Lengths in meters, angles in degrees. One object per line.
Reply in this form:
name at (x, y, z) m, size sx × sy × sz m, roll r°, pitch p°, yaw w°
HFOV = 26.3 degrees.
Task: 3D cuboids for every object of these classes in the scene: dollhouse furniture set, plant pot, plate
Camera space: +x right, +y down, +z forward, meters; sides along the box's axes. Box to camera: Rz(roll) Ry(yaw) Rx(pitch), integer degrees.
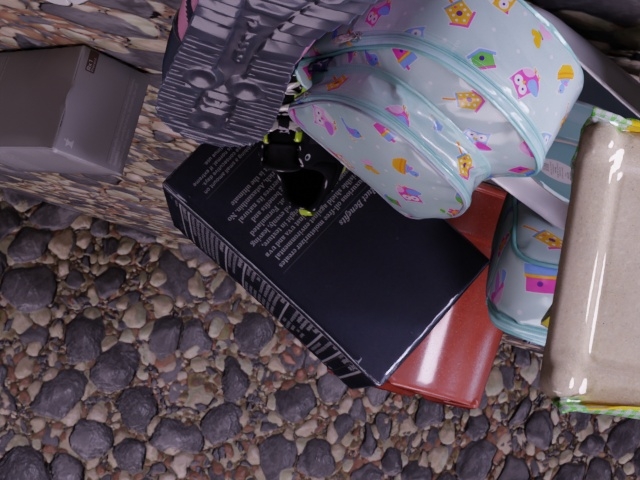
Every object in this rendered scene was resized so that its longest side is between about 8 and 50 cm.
dollhouse furniture set at (0.232, -0.028, 0.785) m, size 0.197 × 0.301 × 0.151 m, roll 12°, pitch 169°, yaw 0°
plant pot at (0.135, 0.067, 1.759) m, size 0.272 × 0.265 × 0.272 m, roll 14°, pitch 172°, yaw 2°
plate at (0.218, -0.054, 1.082) m, size 0.188 × 0.024 × 0.188 m, roll 26°, pitch 166°, yaw 7°
plate at (0.189, -0.099, 1.119) m, size 0.277 × 0.045 × 0.278 m, roll 35°, pitch 165°, yaw -21°

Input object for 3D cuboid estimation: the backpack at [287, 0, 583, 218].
backpack at (0.081, -0.103, 0.953) m, size 0.166 × 0.144 × 0.188 m, roll 42°, pitch 154°, yaw -20°

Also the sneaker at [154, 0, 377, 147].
sneaker at (-0.027, -0.189, 0.895) m, size 0.112 × 0.131 × 0.319 m, roll 20°, pitch 148°, yaw -19°

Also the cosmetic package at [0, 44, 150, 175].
cosmetic package at (-0.312, -0.148, 1.578) m, size 0.238 × 0.127 × 0.107 m, roll 9°, pitch 170°, yaw 46°

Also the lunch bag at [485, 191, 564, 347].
lunch bag at (0.284, 0.026, 1.363) m, size 0.224 × 0.108 × 0.279 m, roll 15°, pitch -154°, yaw 2°

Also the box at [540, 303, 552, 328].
box at (0.309, 0.013, 0.918) m, size 0.213 × 0.243 × 0.117 m, roll 36°, pitch 169°, yaw 6°

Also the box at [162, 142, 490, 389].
box at (0.000, 0.000, 1.476) m, size 0.294 × 0.183 × 0.296 m, roll 44°, pitch 173°, yaw 2°

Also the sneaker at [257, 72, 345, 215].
sneaker at (-0.017, -0.107, 1.224) m, size 0.084 × 0.097 × 0.234 m, roll 6°, pitch 146°, yaw 19°

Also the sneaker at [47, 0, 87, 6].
sneaker at (-0.165, -0.227, 0.953) m, size 0.208 × 0.081 × 0.094 m, roll -9°, pitch 157°, yaw 44°
